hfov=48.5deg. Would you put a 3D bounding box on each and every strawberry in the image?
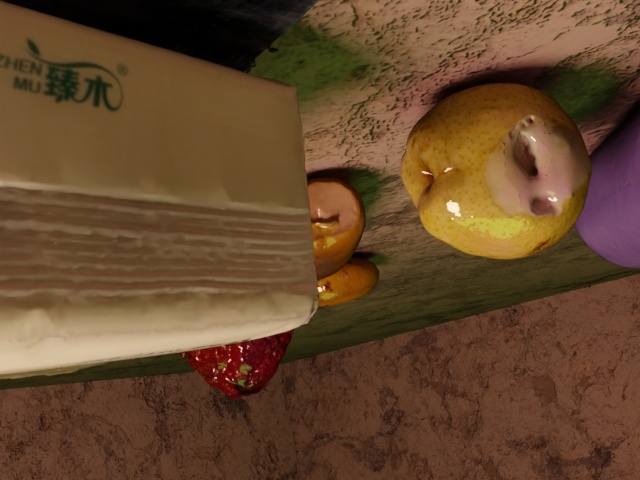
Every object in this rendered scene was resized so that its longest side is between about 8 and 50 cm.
[{"bbox_3d":[-0.177,0.228,1.531,0.274,0.220,0.274,-10,163,-3],"label":"strawberry"}]

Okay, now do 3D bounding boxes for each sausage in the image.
[{"bbox_3d":[-0.006,0.000,0.968,0.112,0.112,0.328,-8,169,-5],"label":"sausage"}]

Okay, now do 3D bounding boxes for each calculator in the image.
[{"bbox_3d":[-0.128,-0.152,0.433,0.262,0.021,0.161,2,162,-39],"label":"calculator"}]

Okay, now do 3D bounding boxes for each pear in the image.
[{"bbox_3d":[0.161,-0.065,0.674,0.178,0.178,0.178,-9,166,-2],"label":"pear"}]

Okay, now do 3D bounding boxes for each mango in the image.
[{"bbox_3d":[0.038,0.072,1.312,0.178,0.090,0.115,-5,176,-31],"label":"mango"}]

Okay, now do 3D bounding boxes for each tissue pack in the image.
[{"bbox_3d":[-0.231,-0.017,0.456,0.297,0.207,0.380,-11,171,40],"label":"tissue pack"}]

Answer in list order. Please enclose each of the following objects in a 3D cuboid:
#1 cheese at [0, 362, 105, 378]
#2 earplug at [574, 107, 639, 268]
[{"bbox_3d":[-0.547,0.201,1.402,0.318,0.115,0.326,-10,168,5],"label":"cheese"},{"bbox_3d":[0.401,-0.077,0.733,0.215,0.215,0.456,-8,170,-5],"label":"earplug"}]
